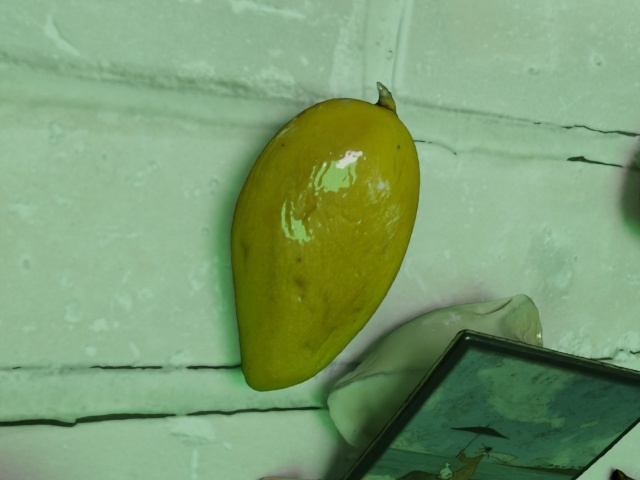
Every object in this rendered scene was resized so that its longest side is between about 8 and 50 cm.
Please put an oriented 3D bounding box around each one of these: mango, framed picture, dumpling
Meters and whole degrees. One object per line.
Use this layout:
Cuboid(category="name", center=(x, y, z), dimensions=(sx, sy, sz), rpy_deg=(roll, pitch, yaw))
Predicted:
Cuboid(category="mango", center=(0.000, 0.000, 0.641), dimensions=(0.176, 0.119, 0.317), rpy_deg=(12, 99, -30))
Cuboid(category="framed picture", center=(0.164, 0.234, 0.702), dimensions=(0.265, 0.016, 0.347), rpy_deg=(17, 124, -22))
Cuboid(category="dumpling", center=(0.138, 0.167, 0.716), dimensions=(0.252, 0.131, 0.179), rpy_deg=(-23, 113, -12))

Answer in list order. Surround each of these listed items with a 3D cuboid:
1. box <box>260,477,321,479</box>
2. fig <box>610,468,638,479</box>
Cuboid(category="box", center=(-0.017, 0.321, 0.715), dimensions=(0.073, 0.020, 0.149), rpy_deg=(-6, 105, 24))
Cuboid(category="fig", center=(0.526, 0.404, 0.892), dimensions=(0.290, 0.190, 0.191), rpy_deg=(4, 98, -4))
